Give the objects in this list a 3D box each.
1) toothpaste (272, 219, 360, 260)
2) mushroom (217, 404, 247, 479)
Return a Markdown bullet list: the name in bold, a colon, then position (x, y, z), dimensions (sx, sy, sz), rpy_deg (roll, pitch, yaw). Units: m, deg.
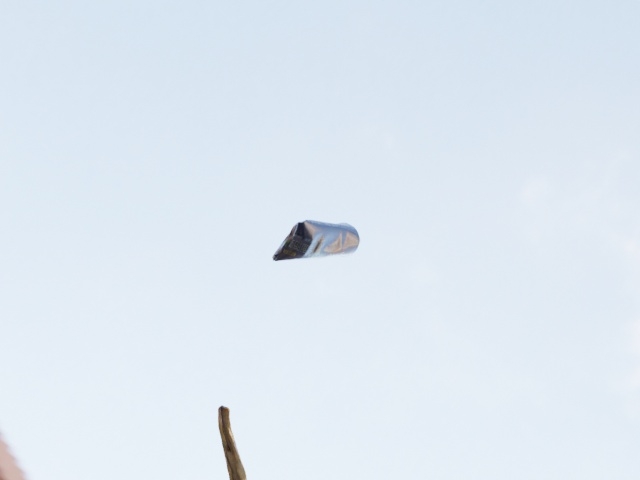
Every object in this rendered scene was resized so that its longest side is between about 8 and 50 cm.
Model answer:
- **toothpaste**: position (0.000, 0.000, 1.043), dimensions (0.019, 0.083, 0.027), rpy_deg (42, -72, 20)
- **mushroom**: position (-0.037, 0.247, 1.263), dimensions (0.026, 0.028, 0.286), rpy_deg (-17, -96, 29)
